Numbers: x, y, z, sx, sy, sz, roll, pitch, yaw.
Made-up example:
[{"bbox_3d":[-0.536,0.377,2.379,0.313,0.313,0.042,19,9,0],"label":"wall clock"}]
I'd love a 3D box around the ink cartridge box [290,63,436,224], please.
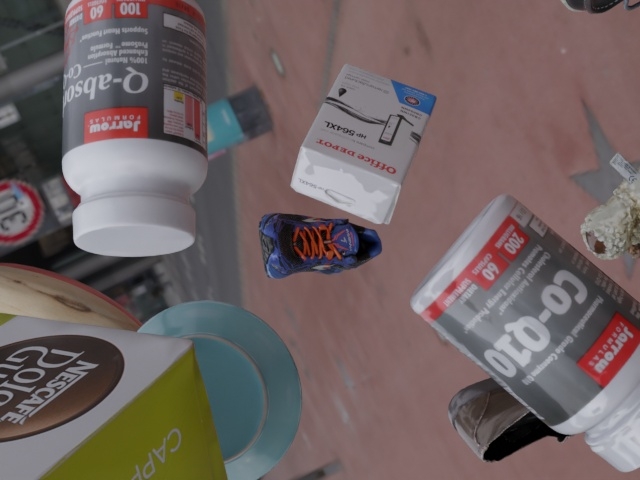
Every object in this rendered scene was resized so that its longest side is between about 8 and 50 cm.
[{"bbox_3d":[0.063,-0.138,1.487,0.148,0.203,0.086,21,137,3],"label":"ink cartridge box"}]

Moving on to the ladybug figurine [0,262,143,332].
[{"bbox_3d":[-0.425,0.178,1.667,0.449,0.305,0.162,26,-152,-8],"label":"ladybug figurine"}]

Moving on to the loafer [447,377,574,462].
[{"bbox_3d":[0.383,0.251,1.628,0.134,0.366,0.130,53,-163,-42],"label":"loafer"}]

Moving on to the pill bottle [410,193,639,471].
[{"bbox_3d":[0.248,0.098,1.106,0.283,0.161,0.161,40,168,3],"label":"pill bottle"}]

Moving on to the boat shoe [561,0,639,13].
[{"bbox_3d":[0.432,-0.382,1.335,0.156,0.186,0.500,59,169,5],"label":"boat shoe"}]

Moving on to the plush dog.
[{"bbox_3d":[0.600,-0.039,1.768,0.262,0.211,0.225,5,161,42],"label":"plush dog"}]

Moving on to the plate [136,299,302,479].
[{"bbox_3d":[-0.111,0.152,1.020,0.188,0.188,0.024,64,-170,0],"label":"plate"}]

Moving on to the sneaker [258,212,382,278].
[{"bbox_3d":[0.000,0.000,1.297,0.221,0.087,0.083,-4,-97,-59],"label":"sneaker"}]

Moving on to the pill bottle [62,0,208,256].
[{"bbox_3d":[-0.269,-0.172,1.545,0.210,0.210,0.363,100,167,-74],"label":"pill bottle"}]

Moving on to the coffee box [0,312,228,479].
[{"bbox_3d":[-0.271,0.270,0.724,0.334,0.337,0.338,5,117,30],"label":"coffee box"}]
